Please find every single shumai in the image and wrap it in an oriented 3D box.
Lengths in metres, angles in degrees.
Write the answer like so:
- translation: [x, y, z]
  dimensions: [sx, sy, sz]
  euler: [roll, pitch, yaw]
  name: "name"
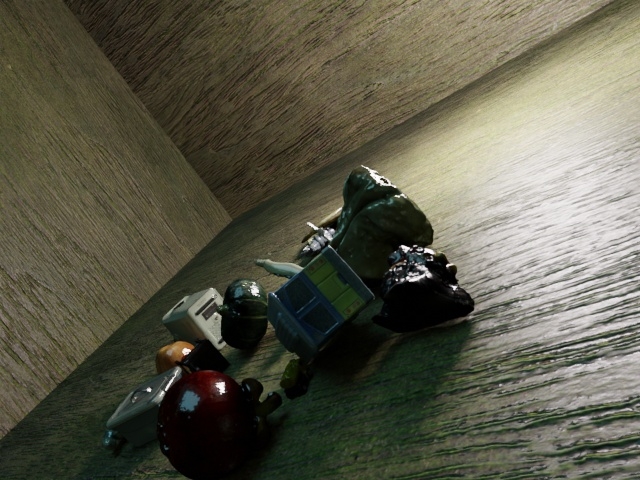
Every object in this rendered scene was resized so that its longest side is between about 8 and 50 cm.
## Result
- translation: [0.114, -0.017, 1.508]
  dimensions: [0.263, 0.309, 0.304]
  euler: [-49, 52, -2]
  name: "shumai"

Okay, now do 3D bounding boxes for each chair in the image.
- translation: [-0.319, 0.357, 1.664]
  dimensions: [0.113, 0.106, 0.229]
  euler: [-46, 18, -27]
  name: "chair"

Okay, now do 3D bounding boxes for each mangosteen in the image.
- translation: [-0.198, 0.363, 1.185]
  dimensions: [0.257, 0.215, 0.215]
  euler: [-8, -1, -29]
  name: "mangosteen"

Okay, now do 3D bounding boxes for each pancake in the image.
- translation: [0.026, -0.070, 2.268]
  dimensions: [0.250, 0.031, 0.250]
  euler: [-34, -2, -1]
  name: "pancake"

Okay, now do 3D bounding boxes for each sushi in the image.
- translation: [0.198, 0.086, 1.184]
  dimensions: [0.172, 0.153, 0.150]
  euler: [-51, 19, 49]
  name: "sushi"

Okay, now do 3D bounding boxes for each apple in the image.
- translation: [-0.445, 0.383, 1.830]
  dimensions: [0.146, 0.131, 0.146]
  euler: [-34, 8, 5]
  name: "apple"

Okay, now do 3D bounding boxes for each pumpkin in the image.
- translation: [-0.229, 0.215, 1.724]
  dimensions: [0.152, 0.212, 0.211]
  euler: [-5, 7, -14]
  name: "pumpkin"

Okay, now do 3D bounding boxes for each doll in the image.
- translation: [-0.584, 0.546, 1.752]
  dimensions: [0.103, 0.071, 0.214]
  euler: [-28, 12, 27]
  name: "doll"

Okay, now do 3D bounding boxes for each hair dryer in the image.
- translation: [-0.083, 0.144, 1.670]
  dimensions: [0.298, 0.119, 0.296]
  euler: [-6, 36, 20]
  name: "hair dryer"

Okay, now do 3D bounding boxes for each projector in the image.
- translation: [-0.410, 0.280, 1.992]
  dimensions: [0.242, 0.177, 0.163]
  euler: [-21, 19, 51]
  name: "projector"

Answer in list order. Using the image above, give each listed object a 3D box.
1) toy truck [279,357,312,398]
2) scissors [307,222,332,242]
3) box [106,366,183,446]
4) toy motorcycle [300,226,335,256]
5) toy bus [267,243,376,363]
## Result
- translation: [-0.056, 0.301, 1.296]
  dimensions: [0.049, 0.054, 0.083]
  euler: [-31, 14, 24]
  name: "toy truck"
- translation: [0.049, 0.010, 1.696]
  dimensions: [0.021, 0.212, 0.110]
  euler: [-50, 6, 28]
  name: "scissors"
- translation: [-0.466, 0.461, 1.625]
  dimensions: [0.227, 0.130, 0.162]
  euler: [-31, 15, 25]
  name: "box"
- translation: [0.000, 0.000, 2.155]
  dimensions: [0.124, 0.061, 0.193]
  euler: [-36, 4, 34]
  name: "toy motorcycle"
- translation: [-0.010, 0.150, 1.284]
  dimensions: [0.190, 0.152, 0.312]
  euler: [-40, -9, -15]
  name: "toy bus"
